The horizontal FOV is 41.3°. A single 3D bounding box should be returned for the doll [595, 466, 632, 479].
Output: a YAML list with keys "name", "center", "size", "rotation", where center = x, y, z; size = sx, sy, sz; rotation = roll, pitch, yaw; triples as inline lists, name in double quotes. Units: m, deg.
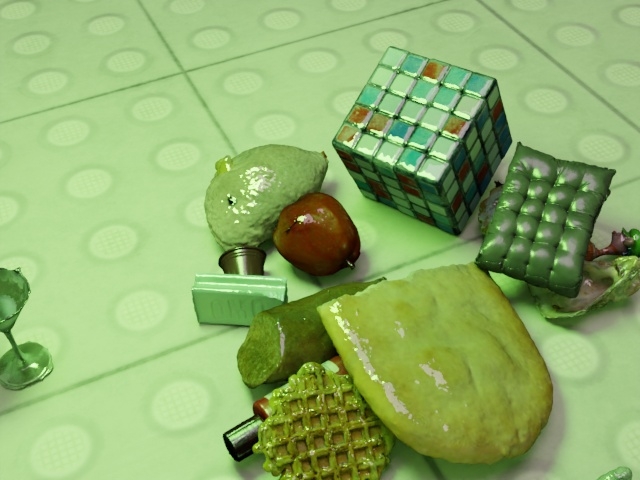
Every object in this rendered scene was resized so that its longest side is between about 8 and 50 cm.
- name: "doll"
  center: [0.495, 0.484, 1.444]
  size: [0.104, 0.071, 0.214]
  rotation: [2, 52, 23]

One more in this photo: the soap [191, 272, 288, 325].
- name: "soap"
  center: [-0.168, 0.129, 1.810]
  size: [0.198, 0.114, 0.063]
  rotation: [2, 45, 7]

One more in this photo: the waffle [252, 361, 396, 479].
- name: "waffle"
  center: [0.013, 0.354, 1.537]
  size: [0.254, 0.052, 0.245]
  rotation: [33, 66, -6]

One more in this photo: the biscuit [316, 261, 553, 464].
- name: "biscuit"
  center: [0.239, 0.219, 1.618]
  size: [0.429, 0.104, 0.446]
  rotation: [-1, 48, -29]

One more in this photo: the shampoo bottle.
- name: "shampoo bottle"
  center: [-0.054, 0.325, 1.608]
  size: [0.278, 0.104, 0.104]
  rotation: [-26, 49, -22]

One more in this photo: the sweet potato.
- name: "sweet potato"
  center: [-0.003, 0.181, 1.732]
  size: [0.370, 0.157, 0.158]
  rotation: [-20, 46, -26]

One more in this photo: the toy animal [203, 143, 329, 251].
- name: "toy animal"
  center: [-0.134, -0.127, 2.016]
  size: [0.358, 0.188, 0.226]
  rotation: [-34, 58, -29]

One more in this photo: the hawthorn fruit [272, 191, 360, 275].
- name: "hawthorn fruit"
  center: [0.000, 0.000, 1.894]
  size: [0.202, 0.185, 0.185]
  rotation: [41, 57, 16]

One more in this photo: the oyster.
- name: "oyster"
  center: [0.573, 0.103, 1.822]
  size: [0.233, 0.107, 0.161]
  rotation: [-21, 51, 7]

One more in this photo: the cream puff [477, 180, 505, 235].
- name: "cream puff"
  center: [0.447, -0.055, 1.967]
  size: [0.156, 0.121, 0.156]
  rotation: [8, 71, -23]

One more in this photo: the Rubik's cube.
- name: "Rubik's cube"
  center: [0.243, -0.228, 1.967]
  size: [0.292, 0.293, 0.287]
  rotation: [25, 78, 25]

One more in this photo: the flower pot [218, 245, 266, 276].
- name: "flower pot"
  center: [-0.167, 0.077, 1.878]
  size: [0.111, 0.111, 0.089]
  rotation: [-9, 57, -6]

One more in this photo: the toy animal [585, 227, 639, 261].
- name: "toy animal"
  center: [0.615, 0.029, 1.894]
  size: [0.208, 0.100, 0.103]
  rotation: [-4, 68, -12]

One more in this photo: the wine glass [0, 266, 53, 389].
- name: "wine glass"
  center: [-0.621, 0.184, 1.693]
  size: [0.156, 0.232, 0.156]
  rotation: [-2, 46, 2]

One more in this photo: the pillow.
- name: "pillow"
  center: [0.486, -0.048, 1.822]
  size: [0.228, 0.101, 0.326]
  rotation: [18, 59, 13]
